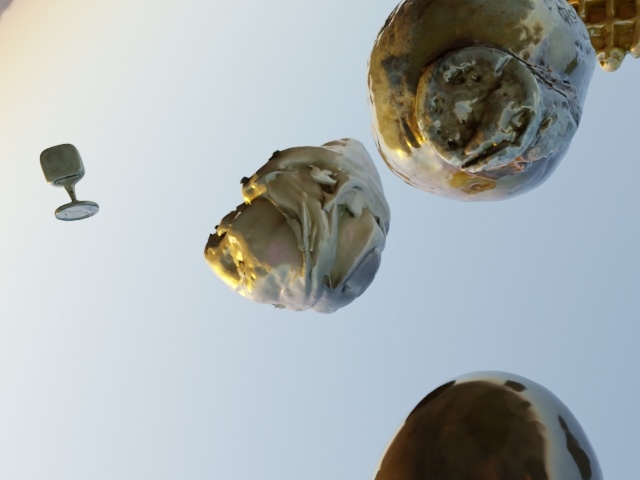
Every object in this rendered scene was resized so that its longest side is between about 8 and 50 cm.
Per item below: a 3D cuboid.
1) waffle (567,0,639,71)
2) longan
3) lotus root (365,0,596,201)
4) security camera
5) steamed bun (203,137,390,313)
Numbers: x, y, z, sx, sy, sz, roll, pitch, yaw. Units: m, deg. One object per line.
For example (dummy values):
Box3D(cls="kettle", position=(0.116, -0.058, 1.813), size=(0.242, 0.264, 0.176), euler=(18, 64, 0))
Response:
Box3D(cls="waffle", position=(0.391, -0.330, 1.141), size=(0.161, 0.055, 0.210), euler=(0, -99, 32))
Box3D(cls="longan", position=(0.135, 0.221, 0.706), size=(0.220, 0.197, 0.196), euler=(-57, -157, 19))
Box3D(cls="lotus root", position=(0.126, -0.116, 0.666), size=(0.175, 0.175, 0.349), euler=(-45, 173, 13))
Box3D(cls="security camera", position=(-0.309, -0.074, 1.036), size=(0.058, 0.058, 0.092), euler=(-29, -109, 39))
Box3D(cls="steamed bun", position=(0.000, 0.000, 1.224), size=(0.268, 0.207, 0.280), euler=(-45, 163, 25))
